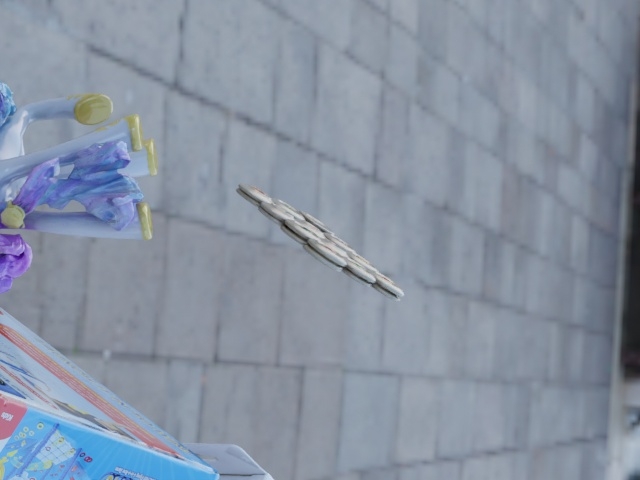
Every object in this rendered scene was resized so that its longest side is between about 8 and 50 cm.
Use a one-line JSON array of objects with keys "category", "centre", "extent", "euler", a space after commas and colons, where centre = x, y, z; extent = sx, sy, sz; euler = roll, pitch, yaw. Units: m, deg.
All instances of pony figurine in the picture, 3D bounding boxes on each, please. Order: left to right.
[{"category": "pony figurine", "centre": [-0.365, -0.048, 1.795], "extent": [0.351, 0.363, 0.303], "euler": [-98, -179, -65]}]

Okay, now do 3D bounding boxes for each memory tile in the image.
[{"category": "memory tile", "centre": [0.000, 0.000, 1.376], "extent": [0.113, 0.148, 0.012], "euler": [28, 97, -42]}]

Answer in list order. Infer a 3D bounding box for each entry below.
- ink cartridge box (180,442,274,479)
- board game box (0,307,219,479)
[{"category": "ink cartridge box", "centre": [-0.070, 0.246, 1.362], "extent": [0.198, 0.115, 0.067], "euler": [54, 45, -35]}, {"category": "board game box", "centre": [-0.268, 0.098, 1.200], "extent": [0.086, 0.308, 0.302], "euler": [-57, 150, -1]}]
